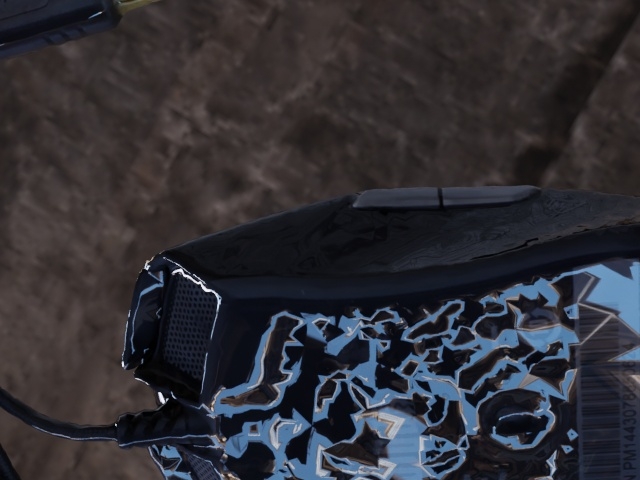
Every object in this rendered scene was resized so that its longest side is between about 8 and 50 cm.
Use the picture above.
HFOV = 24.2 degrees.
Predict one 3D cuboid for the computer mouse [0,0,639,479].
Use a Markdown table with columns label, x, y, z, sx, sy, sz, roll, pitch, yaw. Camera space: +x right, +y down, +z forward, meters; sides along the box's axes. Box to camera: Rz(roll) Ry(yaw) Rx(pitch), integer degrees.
| label | x | y | z | sx | sy | sz | roll | pitch | yaw |
| --- | --- | --- | --- | --- | --- | --- | --- | --- | --- |
| computer mouse | 0.000 | 0.000 | 0.368 | 0.262 | 0.184 | 0.060 | -9 | -153 | 8 |
